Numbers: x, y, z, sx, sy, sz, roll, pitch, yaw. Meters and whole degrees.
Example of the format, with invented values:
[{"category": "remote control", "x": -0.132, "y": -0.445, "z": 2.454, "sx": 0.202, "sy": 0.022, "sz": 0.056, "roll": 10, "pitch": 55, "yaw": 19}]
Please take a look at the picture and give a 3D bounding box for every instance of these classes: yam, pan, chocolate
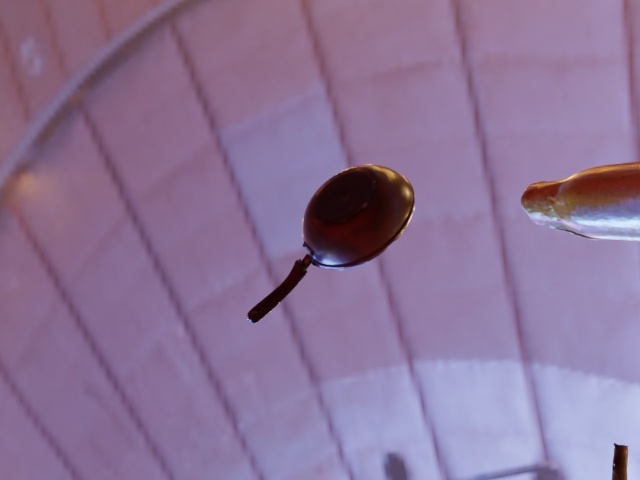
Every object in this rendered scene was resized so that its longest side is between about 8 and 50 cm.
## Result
[{"category": "yam", "x": 0.218, "y": 0.202, "z": 1.405, "sx": 0.014, "sy": 0.014, "sz": 0.107, "roll": -12, "pitch": -111, "yaw": 53}, {"category": "pan", "x": -0.001, "y": 0.000, "z": 1.027, "sx": 0.115, "sy": 0.023, "sz": 0.068, "roll": -43, "pitch": -143, "yaw": -2}, {"category": "chocolate", "x": 0.269, "y": -0.037, "z": 1.729, "sx": 0.219, "sy": 0.085, "sz": 0.086, "roll": 3, "pitch": -83, "yaw": 55}]
